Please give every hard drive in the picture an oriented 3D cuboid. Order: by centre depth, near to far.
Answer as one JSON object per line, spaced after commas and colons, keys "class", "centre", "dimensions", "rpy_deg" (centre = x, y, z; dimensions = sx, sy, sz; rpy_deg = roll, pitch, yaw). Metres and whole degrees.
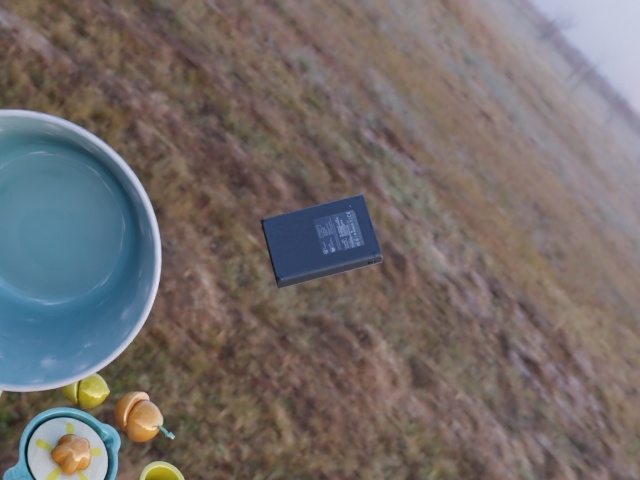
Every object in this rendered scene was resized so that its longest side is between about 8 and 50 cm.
{"class": "hard drive", "centre": [0.000, 0.000, 1.428], "dimensions": [0.022, 0.135, 0.094], "rpy_deg": [82, -7, -63]}

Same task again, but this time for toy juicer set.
{"class": "toy juicer set", "centre": [-0.336, 0.251, 1.500], "dimensions": [0.329, 0.089, 0.209], "rpy_deg": [12, 54, -31]}

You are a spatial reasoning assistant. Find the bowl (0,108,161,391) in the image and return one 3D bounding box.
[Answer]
{"class": "bowl", "centre": [-0.323, -0.001, 1.294], "dimensions": [0.311, 0.311, 0.163], "rpy_deg": [43, 10, -6]}
